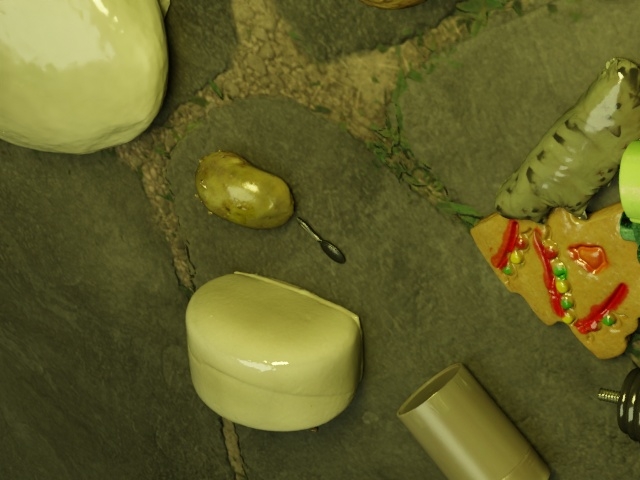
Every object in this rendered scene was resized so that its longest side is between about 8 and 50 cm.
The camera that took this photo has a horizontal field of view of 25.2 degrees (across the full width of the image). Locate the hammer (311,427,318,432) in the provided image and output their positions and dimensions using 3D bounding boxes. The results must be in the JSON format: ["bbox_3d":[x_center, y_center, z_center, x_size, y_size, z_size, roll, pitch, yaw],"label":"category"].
[{"bbox_3d":[-0.026,0.222,2.022,0.029,0.014,0.123,12,130,44],"label":"hammer"}]

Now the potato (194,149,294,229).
[{"bbox_3d":[-0.100,-0.061,1.820,0.138,0.070,0.091,27,136,21],"label":"potato"}]

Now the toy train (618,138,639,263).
[{"bbox_3d":[0.402,-0.030,1.393,0.253,0.105,0.157,10,135,37],"label":"toy train"}]

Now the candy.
[{"bbox_3d":[-0.375,-0.280,1.805,0.427,0.186,0.386,30,132,13],"label":"candy"}]

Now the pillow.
[{"bbox_3d":[0.274,-0.087,1.499,0.093,0.051,0.241,37,129,0],"label":"pillow"}]

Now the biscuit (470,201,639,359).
[{"bbox_3d":[0.273,0.029,1.605,0.239,0.041,0.212,21,134,25],"label":"biscuit"}]

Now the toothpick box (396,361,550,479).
[{"bbox_3d":[0.192,0.254,1.793,0.180,0.111,0.111,51,139,-3],"label":"toothpick box"}]

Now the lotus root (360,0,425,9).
[{"bbox_3d":[0.055,-0.313,1.445,0.257,0.154,0.140,37,106,34],"label":"lotus root"}]

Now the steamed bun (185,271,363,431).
[{"bbox_3d":[-0.073,0.151,1.893,0.242,0.164,0.146,20,131,29],"label":"steamed bun"}]

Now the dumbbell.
[{"bbox_3d":[0.404,0.188,1.574,0.209,0.099,0.099,9,126,33],"label":"dumbbell"}]

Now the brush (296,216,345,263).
[{"bbox_3d":[0.000,0.000,1.831,0.083,0.008,0.024,44,142,2],"label":"brush"}]
